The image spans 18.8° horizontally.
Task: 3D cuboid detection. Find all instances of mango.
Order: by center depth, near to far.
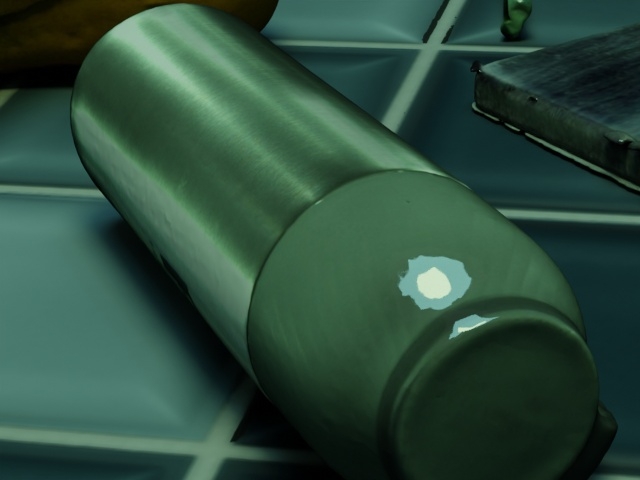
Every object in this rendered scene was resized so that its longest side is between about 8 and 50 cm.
[{"bbox_3d":[-0.095,-0.116,0.816,0.159,0.084,0.105,-2,19,3],"label":"mango"}]

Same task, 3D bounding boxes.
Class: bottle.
[{"bbox_3d":[0.000,0.000,0.569,0.096,0.079,0.253,28,7,-30],"label":"bottle"}]

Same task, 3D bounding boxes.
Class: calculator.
[{"bbox_3d":[0.204,-0.068,0.750,0.261,0.021,0.161,-16,27,-26],"label":"calculator"}]

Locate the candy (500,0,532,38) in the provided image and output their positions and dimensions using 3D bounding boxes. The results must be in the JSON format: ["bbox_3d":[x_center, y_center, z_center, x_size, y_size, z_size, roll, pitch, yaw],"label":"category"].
[{"bbox_3d":[0.093,-0.163,0.929,0.077,0.073,0.262,8,32,-1],"label":"candy"}]
